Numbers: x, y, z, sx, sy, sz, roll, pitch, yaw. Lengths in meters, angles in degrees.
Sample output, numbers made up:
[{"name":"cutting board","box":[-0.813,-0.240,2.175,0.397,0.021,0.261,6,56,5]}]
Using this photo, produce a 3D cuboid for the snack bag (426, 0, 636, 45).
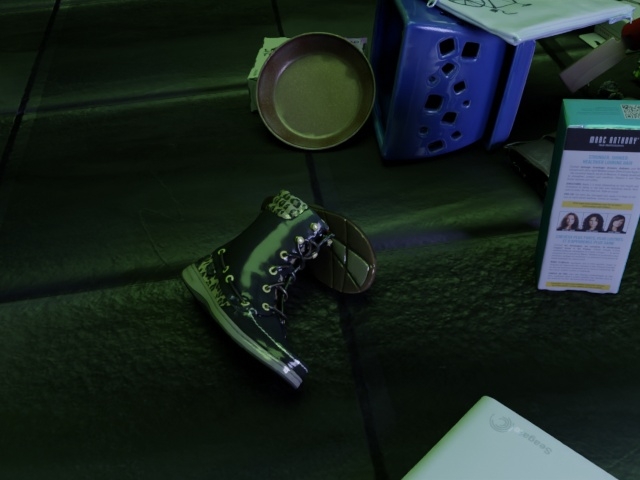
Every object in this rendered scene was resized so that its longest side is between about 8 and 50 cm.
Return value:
[{"name":"snack bag","box":[0.263,-0.397,1.131,0.323,0.037,0.342,-21,49,-36]}]

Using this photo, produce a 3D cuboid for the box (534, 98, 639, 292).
[{"name":"box","box":[0.318,-0.045,0.870,0.100,0.244,0.060,3,41,8]}]

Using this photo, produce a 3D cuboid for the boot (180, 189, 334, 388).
[{"name":"boot","box":[-0.047,0.046,0.876,0.178,0.085,0.236,-43,46,-8]}]

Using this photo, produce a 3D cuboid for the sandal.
[{"name":"sandal","box":[0.000,0.000,0.988,0.060,0.090,0.219,9,12,-47]}]

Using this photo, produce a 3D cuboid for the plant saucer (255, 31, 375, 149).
[{"name":"plant saucer","box":[-0.007,-0.243,1.224,0.199,0.036,0.198,-1,84,7]}]

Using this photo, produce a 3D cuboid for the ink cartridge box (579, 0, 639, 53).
[{"name":"ink cartridge box","box":[0.606,-0.416,1.424,0.180,0.060,0.104,-14,41,-11]}]

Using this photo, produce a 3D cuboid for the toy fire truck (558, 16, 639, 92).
[{"name":"toy fire truck","box":[0.537,-0.273,1.193,0.158,0.217,0.246,-24,6,-21]}]

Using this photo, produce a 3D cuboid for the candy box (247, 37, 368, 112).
[{"name":"candy box","box":[-0.018,-0.298,1.329,0.196,0.070,0.165,2,41,7]}]

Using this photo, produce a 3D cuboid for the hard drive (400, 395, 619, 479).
[{"name":"hard drive","box":[0.136,0.291,0.650,0.203,0.040,0.307,31,52,34]}]

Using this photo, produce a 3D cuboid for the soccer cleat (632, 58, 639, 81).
[{"name":"soccer cleat","box":[0.623,-0.332,1.333,0.072,0.060,0.179,27,55,19]}]

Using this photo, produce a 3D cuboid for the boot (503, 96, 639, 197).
[{"name":"boot","box":[0.423,-0.102,1.067,0.229,0.091,0.263,-25,40,-15]}]

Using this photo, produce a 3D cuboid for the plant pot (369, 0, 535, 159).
[{"name":"plant pot","box":[0.199,-0.278,1.174,0.212,0.236,0.236,1,39,-6]}]

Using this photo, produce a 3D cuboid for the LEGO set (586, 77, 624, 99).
[{"name":"LEGO set","box":[0.493,-0.270,1.291,0.083,0.023,0.054,22,47,28]}]
